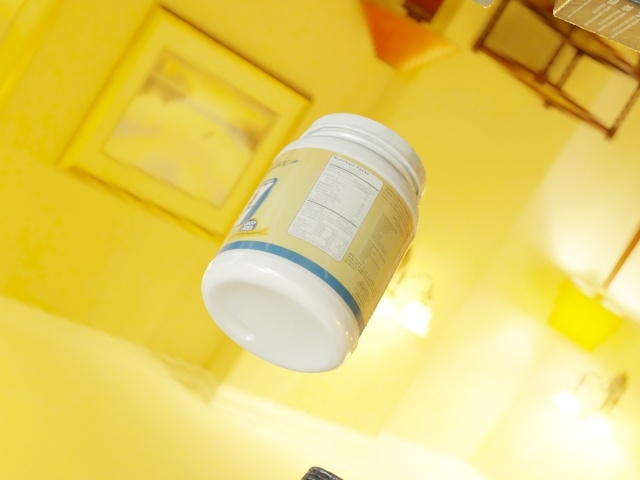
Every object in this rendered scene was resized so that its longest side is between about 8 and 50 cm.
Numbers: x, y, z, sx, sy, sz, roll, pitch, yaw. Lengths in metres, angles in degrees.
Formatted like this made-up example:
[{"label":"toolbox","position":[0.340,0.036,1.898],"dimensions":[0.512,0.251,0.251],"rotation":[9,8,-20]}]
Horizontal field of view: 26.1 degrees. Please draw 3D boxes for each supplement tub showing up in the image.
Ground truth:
[{"label":"supplement tub","position":[0.000,0.000,1.211],"dimensions":[0.144,0.199,0.144],"rotation":[20,145,15]}]

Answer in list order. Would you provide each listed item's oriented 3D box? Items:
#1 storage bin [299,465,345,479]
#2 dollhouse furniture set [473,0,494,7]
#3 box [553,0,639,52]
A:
[{"label":"storage bin","position":[0.039,0.318,1.357],"dimensions":[0.180,0.084,0.122],"rotation":[26,142,22]},{"label":"dollhouse furniture set","position":[0.105,-0.338,0.662],"dimensions":[0.198,0.303,0.286],"rotation":[30,143,-12]},{"label":"box","position":[0.370,-0.258,1.443],"dimensions":[0.207,0.108,0.153],"rotation":[22,175,-5]}]
